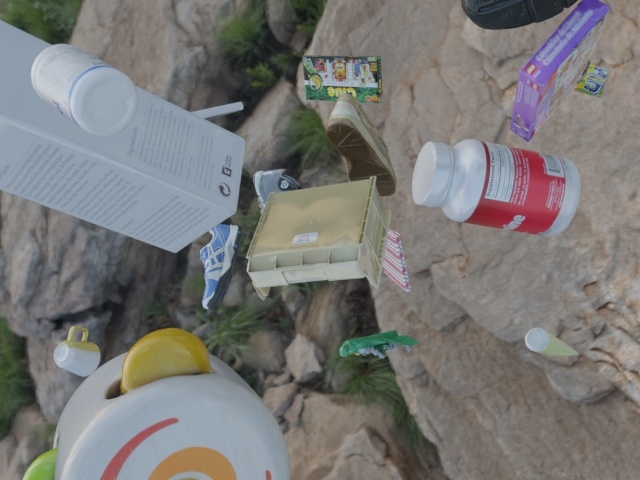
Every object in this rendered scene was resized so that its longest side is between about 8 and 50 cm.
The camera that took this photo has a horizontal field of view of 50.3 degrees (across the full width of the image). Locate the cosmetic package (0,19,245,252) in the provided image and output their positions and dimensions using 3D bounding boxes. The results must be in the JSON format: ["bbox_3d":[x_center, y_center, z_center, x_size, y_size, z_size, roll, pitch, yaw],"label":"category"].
[{"bbox_3d":[-0.379,-0.152,1.143,0.230,0.453,0.162,-27,50,45],"label":"cosmetic package"}]

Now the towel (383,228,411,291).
[{"bbox_3d":[0.212,0.043,1.981,0.144,0.029,0.197,46,156,57],"label":"towel"}]

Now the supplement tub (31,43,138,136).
[{"bbox_3d":[-0.244,-0.156,0.703,0.107,0.071,0.071,32,111,38],"label":"supplement tub"}]

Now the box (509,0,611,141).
[{"bbox_3d":[0.484,-0.343,1.405,0.057,0.293,0.201,40,87,17],"label":"box"}]

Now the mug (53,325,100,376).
[{"bbox_3d":[-0.439,0.199,1.208,0.062,0.064,0.078,-36,60,10],"label":"mug"}]

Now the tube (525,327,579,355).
[{"bbox_3d":[0.604,0.279,1.787,0.062,0.240,0.070,-47,55,12],"label":"tube"}]

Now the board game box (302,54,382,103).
[{"bbox_3d":[0.064,-0.485,2.043,0.259,0.030,0.136,10,120,31],"label":"board game box"}]

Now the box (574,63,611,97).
[{"bbox_3d":[0.655,-0.428,1.762,0.168,0.059,0.054,23,147,26],"label":"box"}]

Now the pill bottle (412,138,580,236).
[{"bbox_3d":[0.471,-0.150,1.862,0.229,0.407,0.229,-171,90,-80],"label":"pill bottle"}]

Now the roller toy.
[{"bbox_3d":[-0.127,0.195,0.589,0.209,0.191,0.146,-56,23,-8],"label":"roller toy"}]

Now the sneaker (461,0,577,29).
[{"bbox_3d":[0.413,-0.576,1.274,0.447,0.169,0.257,-34,46,0],"label":"sneaker"}]

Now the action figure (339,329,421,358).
[{"bbox_3d":[0.142,0.284,1.833,0.137,0.232,0.064,0,90,53],"label":"action figure"}]

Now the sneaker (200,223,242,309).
[{"bbox_3d":[-0.246,0.060,1.598,0.081,0.080,0.211,14,70,-1],"label":"sneaker"}]

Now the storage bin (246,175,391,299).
[{"bbox_3d":[0.000,0.000,1.476,0.262,0.260,0.123,-6,131,20],"label":"storage bin"}]

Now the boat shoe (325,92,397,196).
[{"bbox_3d":[0.119,-0.229,1.707,0.121,0.341,0.110,0,62,23],"label":"boat shoe"}]

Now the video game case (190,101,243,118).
[{"bbox_3d":[-0.321,-0.300,1.688,0.183,0.201,0.023,-7,103,43],"label":"video game case"}]

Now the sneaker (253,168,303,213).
[{"bbox_3d":[-0.102,-0.096,1.932,0.132,0.086,0.229,-12,107,9],"label":"sneaker"}]
